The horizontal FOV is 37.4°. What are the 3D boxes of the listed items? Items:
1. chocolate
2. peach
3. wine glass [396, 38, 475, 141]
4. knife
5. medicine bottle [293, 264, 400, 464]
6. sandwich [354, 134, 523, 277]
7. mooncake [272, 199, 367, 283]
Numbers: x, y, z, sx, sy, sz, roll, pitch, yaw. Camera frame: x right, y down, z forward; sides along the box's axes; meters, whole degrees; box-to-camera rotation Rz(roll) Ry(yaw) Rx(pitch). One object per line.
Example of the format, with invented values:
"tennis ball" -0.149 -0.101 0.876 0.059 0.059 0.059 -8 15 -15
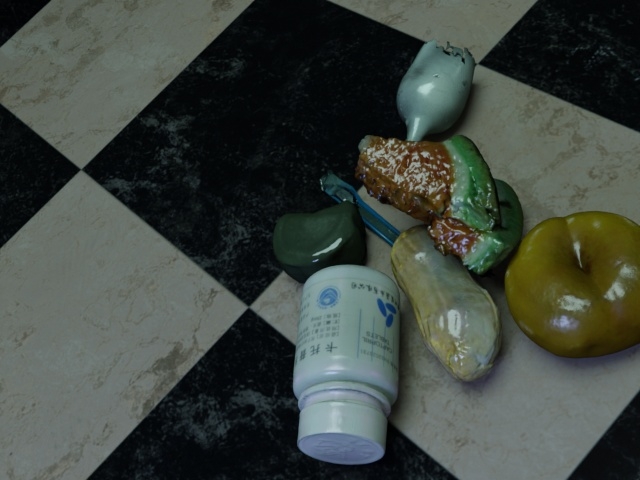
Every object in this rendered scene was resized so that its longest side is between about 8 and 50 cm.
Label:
"chocolate" 0.205 0.092 1.534 0.134 0.134 0.309 -26 47 8
"peach" 0.405 0.062 1.444 0.251 0.153 0.251 -9 57 14
"wine glass" 0.195 -0.225 1.769 0.143 0.143 0.321 5 57 30
"knife" 0.084 -0.055 1.772 0.044 0.026 0.296 -34 47 -15
"medicine bottle" 0.042 0.198 1.513 0.170 0.170 0.293 -10 54 21
"sandwich" 0.199 -0.098 1.540 0.301 0.162 0.250 26 28 6
"mooncake" 0.000 0.000 1.724 0.175 0.104 0.168 23 73 40
